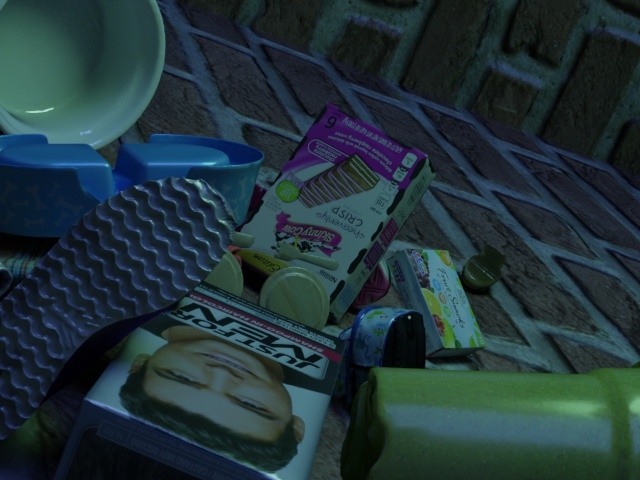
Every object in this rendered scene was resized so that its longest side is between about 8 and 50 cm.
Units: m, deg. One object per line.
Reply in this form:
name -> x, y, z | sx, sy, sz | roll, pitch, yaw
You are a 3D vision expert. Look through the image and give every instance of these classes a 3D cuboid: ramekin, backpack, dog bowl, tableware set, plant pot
ramekin -> -0.363, -0.264, 2.056 | 0.277, 0.277, 0.135 | 10, 12, -41
backpack -> 0.063, 0.129, 1.651 | 0.084, 0.114, 0.105 | 10, 9, 29
dog bowl -> -0.202, -0.055, 1.488 | 0.297, 0.074, 0.166 | -2, 15, -20
tableware set -> -0.082, 0.059, 1.691 | 0.194, 0.128, 0.039 | 17, -10, -22
plant pot -> 0.149, 0.216, 1.282 | 0.254, 0.276, 0.276 | 10, 17, -6

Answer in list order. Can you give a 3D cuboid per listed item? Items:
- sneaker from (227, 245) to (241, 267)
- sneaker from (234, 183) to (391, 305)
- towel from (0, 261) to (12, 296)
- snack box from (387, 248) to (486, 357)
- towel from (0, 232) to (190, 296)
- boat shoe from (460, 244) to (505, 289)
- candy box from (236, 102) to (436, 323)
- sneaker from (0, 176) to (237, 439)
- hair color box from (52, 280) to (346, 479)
sneaker -> -0.160, -0.003, 1.824 | 0.136, 0.116, 0.314 | 31, 21, -12
sneaker -> 0.000, 0.000, 2.008 | 0.252, 0.103, 0.111 | 35, 17, 26
towel -> -0.415, 0.033, 1.206 | 0.282, 0.049, 0.187 | -25, 46, -37
snack box -> 0.150, 0.081, 1.950 | 0.100, 0.037, 0.141 | 3, 61, -53
towel -> -0.304, -0.003, 1.478 | 0.370, 0.040, 0.271 | 4, 14, -4
boat shoe -> 0.245, 0.050, 2.326 | 0.056, 0.048, 0.153 | 37, 23, 2
candy box -> 0.015, -0.036, 1.898 | 0.159, 0.233, 0.071 | 30, -8, 22
sneaker -> -0.202, 0.050, 1.272 | 0.102, 0.293, 0.146 | 52, -6, -4
hair color box -> -0.095, 0.156, 1.330 | 0.185, 0.113, 0.374 | 23, 16, 0
